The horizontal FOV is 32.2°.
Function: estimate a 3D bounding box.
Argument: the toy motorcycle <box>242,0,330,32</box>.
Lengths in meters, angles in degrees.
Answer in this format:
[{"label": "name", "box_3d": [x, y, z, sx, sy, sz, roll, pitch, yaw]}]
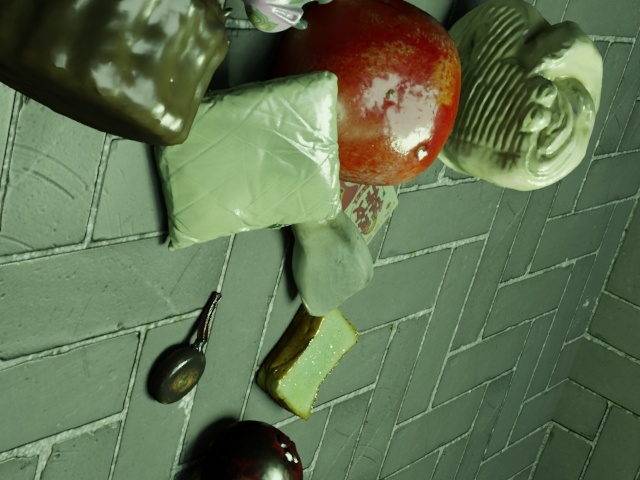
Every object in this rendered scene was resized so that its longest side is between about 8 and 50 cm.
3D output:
[{"label": "toy motorcycle", "box_3d": [-0.024, -0.404, 1.609, 0.327, 0.143, 0.188, -38, 153, -60]}]

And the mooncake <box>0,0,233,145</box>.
[{"label": "mooncake", "box_3d": [-0.259, -0.238, 1.199, 0.187, 0.324, 0.324, -64, 150, -3]}]

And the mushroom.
[{"label": "mushroom", "box_3d": [0.000, 0.000, 1.972, 0.159, 0.122, 0.329, -59, 150, -24]}]

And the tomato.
[{"label": "tomato", "box_3d": [0.085, -0.229, 1.740, 0.338, 0.144, 0.338, -5, 107, -16]}]

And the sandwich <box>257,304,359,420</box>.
[{"label": "sandwich", "box_3d": [-0.023, 0.229, 2.174, 0.215, 0.065, 0.186, -55, 149, -14]}]

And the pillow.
[{"label": "pillow", "box_3d": [-0.108, -0.120, 1.661, 0.280, 0.076, 0.274, -11, 132, -10]}]

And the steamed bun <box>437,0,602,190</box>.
[{"label": "steamed bun", "box_3d": [0.377, -0.266, 2.100, 0.247, 0.352, 0.339, 16, 97, -50]}]

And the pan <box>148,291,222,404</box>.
[{"label": "pan", "box_3d": [-0.213, 0.186, 1.877, 0.212, 0.040, 0.115, -60, 155, -3]}]

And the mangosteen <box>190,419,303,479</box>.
[{"label": "mangosteen", "box_3d": [-0.132, 0.434, 2.061, 0.210, 0.210, 0.210, -37, 141, -37]}]

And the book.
[{"label": "book", "box_3d": [0.079, -0.081, 2.123, 0.162, 0.022, 0.232, -51, 147, -18]}]
